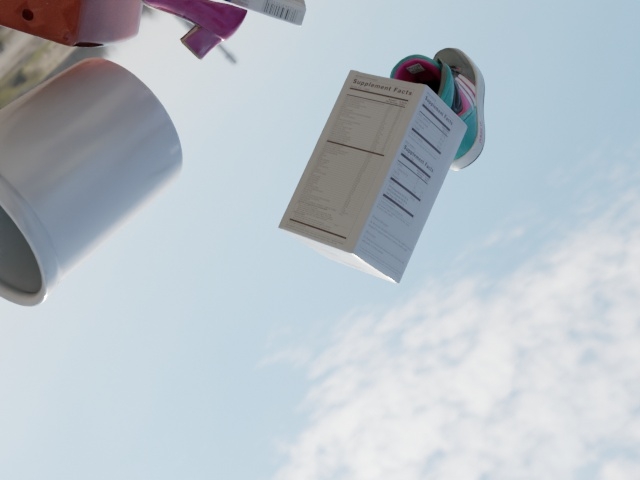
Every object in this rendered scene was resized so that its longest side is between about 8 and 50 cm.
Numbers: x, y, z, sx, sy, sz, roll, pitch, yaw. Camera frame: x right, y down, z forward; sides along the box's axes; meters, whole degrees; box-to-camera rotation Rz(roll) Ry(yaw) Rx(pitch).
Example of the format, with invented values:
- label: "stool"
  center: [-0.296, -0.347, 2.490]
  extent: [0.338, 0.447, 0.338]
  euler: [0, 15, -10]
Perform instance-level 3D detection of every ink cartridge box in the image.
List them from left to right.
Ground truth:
- label: "ink cartridge box"
  center: [-0.128, -0.445, 1.764]
  extent: [0.208, 0.206, 0.045]
  euler: [-95, -157, -69]

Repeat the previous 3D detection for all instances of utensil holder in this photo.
- label: "utensil holder"
  center: [-0.493, -0.121, 1.850]
  extent: [0.327, 0.327, 0.385]
  euler: [-20, -159, 52]

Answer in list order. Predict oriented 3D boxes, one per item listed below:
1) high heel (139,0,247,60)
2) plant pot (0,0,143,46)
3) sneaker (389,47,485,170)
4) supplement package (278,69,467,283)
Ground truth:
- label: "high heel"
  center: [-0.233, -0.412, 1.612]
  extent: [0.117, 0.244, 0.082]
  euler: [-43, -156, 5]
- label: "plant pot"
  center: [-0.462, -0.478, 1.736]
  extent: [0.236, 0.267, 0.267]
  euler: [-73, 180, -60]
- label: "sneaker"
  center: [0.199, -0.279, 1.763]
  extent: [0.124, 0.178, 0.295]
  euler: [-28, -139, 27]
- label: "supplement package"
  center: [0.075, -0.088, 1.355]
  extent: [0.139, 0.134, 0.244]
  euler: [20, -98, 38]
